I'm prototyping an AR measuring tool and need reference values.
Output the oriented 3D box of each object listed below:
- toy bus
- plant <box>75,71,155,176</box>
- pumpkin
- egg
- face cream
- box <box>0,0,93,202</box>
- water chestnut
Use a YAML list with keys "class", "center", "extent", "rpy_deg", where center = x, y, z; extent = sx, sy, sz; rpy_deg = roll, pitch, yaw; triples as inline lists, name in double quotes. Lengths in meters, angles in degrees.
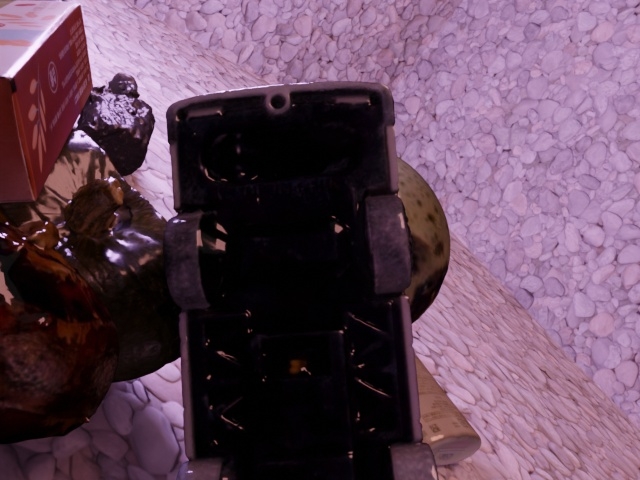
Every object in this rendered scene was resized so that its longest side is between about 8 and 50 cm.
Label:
- class: "toy bus"
  center: [-0.015, 0.097, 0.663]
  extent: [0.249, 0.209, 0.440]
  rpy_deg: [73, 12, -82]
- class: "plant"
  center: [-0.370, -0.208, 1.271]
  extent: [0.131, 0.142, 0.203]
  rpy_deg: [16, 28, -16]
- class: "pumpkin"
  center: [-0.259, 0.003, 0.786]
  extent: [0.139, 0.222, 0.317]
  rpy_deg: [-30, 68, -29]
- class: "egg"
  center: [0.000, 0.000, 1.154]
  extent: [0.428, 0.345, 0.345]
  rpy_deg: [8, 22, -6]
- class: "face cream"
  center: [0.133, 0.237, 1.254]
  extent: [0.173, 0.081, 0.348]
  rpy_deg: [15, 28, -46]
- class: "box"
  center: [-0.448, -0.162, 0.739]
  extent: [0.344, 0.122, 0.385]
  rpy_deg: [-3, 28, -8]
- class: "water chestnut"
  center: [-0.288, 0.096, 0.576]
  extent: [0.223, 0.238, 0.224]
  rpy_deg: [9, -10, 2]
